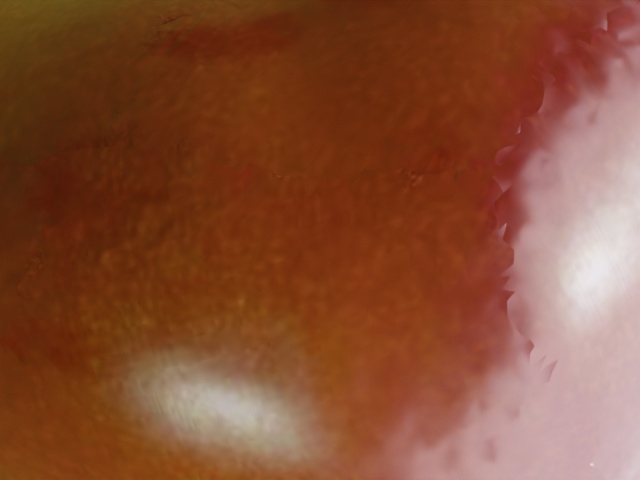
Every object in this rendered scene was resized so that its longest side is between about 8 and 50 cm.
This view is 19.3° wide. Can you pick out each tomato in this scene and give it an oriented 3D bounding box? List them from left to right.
[{"bbox_3d":[0.000,0.000,0.510,0.298,0.298,0.226,-115,-170,-56],"label":"tomato"}]
